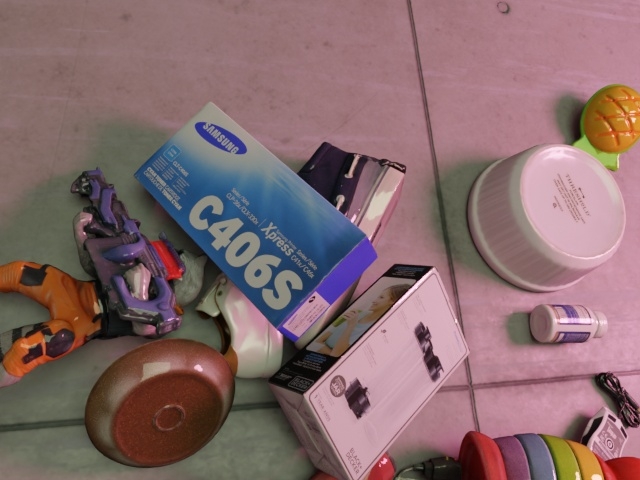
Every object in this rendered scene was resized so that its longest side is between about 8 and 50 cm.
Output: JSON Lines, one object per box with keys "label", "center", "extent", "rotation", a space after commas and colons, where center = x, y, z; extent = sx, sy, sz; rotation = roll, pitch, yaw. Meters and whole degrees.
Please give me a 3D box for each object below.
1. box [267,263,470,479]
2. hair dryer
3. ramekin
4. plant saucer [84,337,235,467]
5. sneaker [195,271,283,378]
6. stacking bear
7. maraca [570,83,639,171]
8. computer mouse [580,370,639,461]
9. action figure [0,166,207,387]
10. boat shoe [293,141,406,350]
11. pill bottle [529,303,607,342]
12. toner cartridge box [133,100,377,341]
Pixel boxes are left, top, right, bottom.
{"label": "box", "center": [0.082, 0.181, 0.849], "extent": [0.290, 0.087, 0.169], "rotation": [-39, 114, -31]}
{"label": "hair dryer", "center": [0.075, 0.403, 0.832], "extent": [0.293, 0.080, 0.224], "rotation": [13, 71, -11]}
{"label": "ramekin", "center": [0.413, -0.049, 1.054], "extent": [0.272, 0.127, 0.273], "rotation": [5, 71, -14]}
{"label": "plant saucer", "center": [-0.201, 0.224, 0.769], "extent": [0.198, 0.036, 0.199], "rotation": [-12, 117, -24]}
{"label": "sneaker", "center": [-0.121, 0.056, 0.872], "extent": [0.123, 0.106, 0.290], "rotation": [3, 73, -18]}
{"label": "stacking bear", "center": [0.359, 0.368, 0.852], "extent": [0.288, 0.176, 0.164], "rotation": [4, 41, 0]}
{"label": "maraca", "center": [0.579, -0.224, 1.180], "extent": [0.127, 0.099, 0.186], "rotation": [27, 92, 4]}
{"label": "computer mouse", "center": [0.480, 0.320, 0.992], "extent": [0.193, 0.042, 0.106], "rotation": [-39, 92, -36]}
{"label": "action figure", "center": [-0.324, 0.057, 0.813], "extent": [0.330, 0.179, 0.341], "rotation": [-10, 43, -22]}
{"label": "boat shoe", "center": [0.000, 0.000, 0.935], "extent": [0.158, 0.127, 0.341], "rotation": [24, 68, 13]}
{"label": "pill bottle", "center": [0.436, 0.146, 1.029], "extent": [0.120, 0.067, 0.067], "rotation": [3, 72, -15]}
{"label": "toner cartridge box", "center": [-0.100, -0.038, 0.827], "extent": [0.165, 0.075, 0.348], "rotation": [-45, 62, -6]}
